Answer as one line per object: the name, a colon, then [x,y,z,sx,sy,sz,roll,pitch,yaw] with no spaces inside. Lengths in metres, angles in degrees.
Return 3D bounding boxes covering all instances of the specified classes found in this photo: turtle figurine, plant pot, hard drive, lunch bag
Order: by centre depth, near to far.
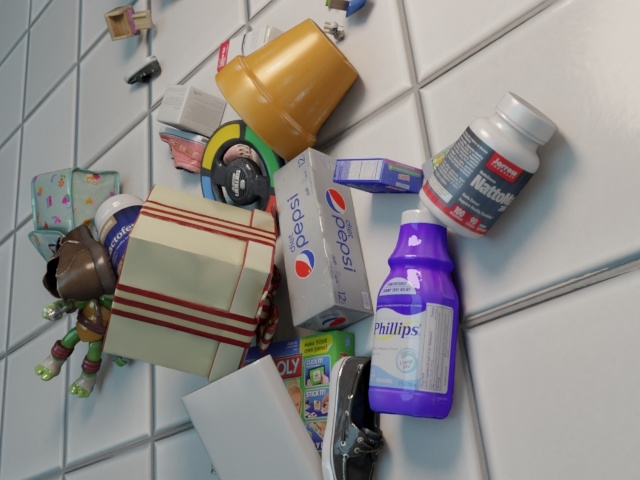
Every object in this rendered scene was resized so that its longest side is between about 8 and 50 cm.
hard drive: [-0.080,0.346,1.161,0.203,0.040,0.308,-31,83,39]
plant pot: [-0.044,-0.272,1.322,0.188,0.205,0.205,-41,48,12]
turtle figurine: [-0.525,0.226,1.687,0.266,0.197,0.275,-60,39,18]
lunch bag: [-0.613,-0.040,1.907,0.223,0.160,0.262,-1,88,45]

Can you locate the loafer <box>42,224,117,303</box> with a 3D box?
loafer: [-0.529,0.050,1.620,0.366,0.130,0.134,9,116,65]

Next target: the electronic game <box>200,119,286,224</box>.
electronic game: [-0.146,-0.110,1.430,0.229,0.048,0.229,9,104,40]

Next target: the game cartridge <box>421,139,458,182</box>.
game cartridge: [0.187,-0.107,1.129,0.083,0.017,0.056,-34,58,37]

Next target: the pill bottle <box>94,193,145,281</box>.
pill bottle: [-0.382,0.014,1.627,0.264,0.153,0.153,45,112,46]

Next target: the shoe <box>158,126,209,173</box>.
shoe: [-0.310,-0.197,1.680,0.178,0.063,0.081,18,87,46]

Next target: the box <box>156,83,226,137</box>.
box: [-0.276,-0.277,1.640,0.101,0.102,0.087,17,89,49]

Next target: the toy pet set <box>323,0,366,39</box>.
toy pet set: [0.045,-0.428,1.376,0.114,0.065,0.122,122,157,-75]

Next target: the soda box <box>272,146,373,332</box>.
soda box: [0.000,0.000,1.246,0.098,0.091,0.286,-32,56,36]

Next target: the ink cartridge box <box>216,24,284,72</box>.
ink cartridge box: [-0.110,-0.347,1.467,0.150,0.109,0.063,-3,75,48]

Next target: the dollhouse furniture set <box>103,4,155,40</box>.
dollhouse furniture set: [-0.394,-0.683,1.926,0.303,0.198,0.286,-3,116,24]

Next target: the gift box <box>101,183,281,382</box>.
gift box: [-0.188,0.061,1.258,0.255,0.258,0.276,-89,18,-60]

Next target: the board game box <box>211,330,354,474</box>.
board game box: [-0.069,0.277,1.272,0.317,0.046,0.214,-19,65,44]

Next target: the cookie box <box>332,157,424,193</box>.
cookie box: [0.089,-0.099,1.178,0.107,0.091,0.040,6,85,48]

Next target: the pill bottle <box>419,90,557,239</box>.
pill bottle: [0.223,-0.100,1.013,0.180,0.108,0.108,-55,44,22]

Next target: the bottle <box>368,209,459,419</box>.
bottle: [0.133,0.100,1.062,0.118,0.092,0.283,-6,74,49]

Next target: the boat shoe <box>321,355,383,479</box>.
boat shoe: [0.058,0.278,1.110,0.076,0.080,0.229,-21,55,45]

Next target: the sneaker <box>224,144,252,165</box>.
sneaker: [-0.161,-0.180,1.516,0.134,0.051,0.070,43,115,51]

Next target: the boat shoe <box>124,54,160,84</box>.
boat shoe: [-0.448,-0.418,1.924,0.142,0.049,0.040,-21,101,49]
